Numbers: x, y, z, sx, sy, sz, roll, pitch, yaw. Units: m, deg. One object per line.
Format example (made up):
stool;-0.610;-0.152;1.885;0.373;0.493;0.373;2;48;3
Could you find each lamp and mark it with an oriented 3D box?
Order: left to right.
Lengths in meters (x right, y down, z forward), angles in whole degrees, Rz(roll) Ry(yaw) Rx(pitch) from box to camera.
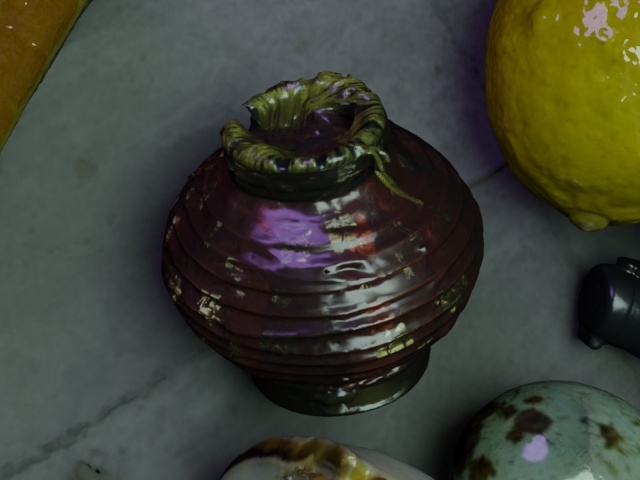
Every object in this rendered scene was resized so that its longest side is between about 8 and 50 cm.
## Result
lamp;0.000;0.000;1.363;0.247;0.247;0.247;1;87;-21

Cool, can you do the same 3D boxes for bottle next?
bottle;0.328;0.078;1.568;0.244;0.072;0.082;16;103;-19

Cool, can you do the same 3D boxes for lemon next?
lemon;0.243;-0.145;1.469;0.233;0.233;0.288;23;77;-18

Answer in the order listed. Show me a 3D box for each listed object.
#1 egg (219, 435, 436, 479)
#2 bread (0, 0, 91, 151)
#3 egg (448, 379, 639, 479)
egg;0.051;0.252;1.370;0.174;0.264;0.286;-27;104;-36
bread;-0.288;-0.150;1.266;0.245;0.233;0.361;34;72;-14
egg;0.205;0.203;1.464;0.231;0.169;0.169;29;77;-24
